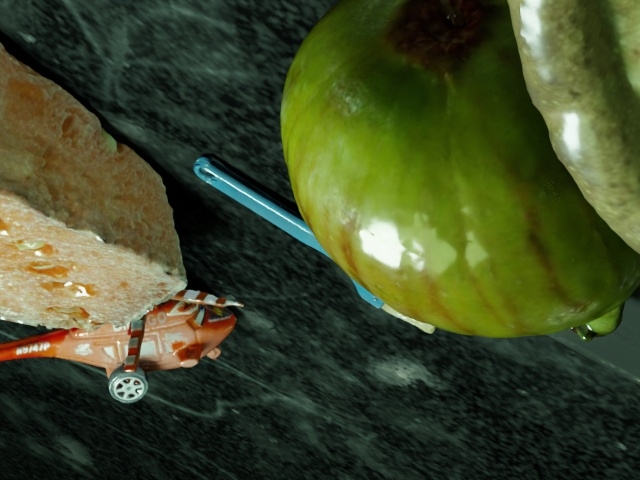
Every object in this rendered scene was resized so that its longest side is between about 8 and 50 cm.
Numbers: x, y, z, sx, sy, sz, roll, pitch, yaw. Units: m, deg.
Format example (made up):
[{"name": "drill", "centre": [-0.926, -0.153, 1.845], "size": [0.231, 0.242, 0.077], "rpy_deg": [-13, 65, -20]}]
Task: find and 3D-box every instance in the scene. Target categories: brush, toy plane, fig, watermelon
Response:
[{"name": "brush", "centre": [0.000, 0.000, 0.967], "size": [0.164, 0.014, 0.051], "rpy_deg": [32, 155, 0]}, {"name": "toy plane", "centre": [-0.150, 0.068, 1.110], "size": [0.126, 0.194, 0.077], "rpy_deg": [42, 146, 44]}, {"name": "fig", "centre": [0.085, 0.002, 0.709], "size": [0.151, 0.151, 0.259], "rpy_deg": [14, 151, 34]}, {"name": "watermelon", "centre": [-0.196, -0.035, 1.023], "size": [0.256, 0.140, 0.193], "rpy_deg": [26, 153, -11]}]

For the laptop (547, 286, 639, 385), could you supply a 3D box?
[{"name": "laptop", "centre": [0.166, 0.041, 0.845], "size": [0.197, 0.016, 0.135], "rpy_deg": [27, 154, 11]}]

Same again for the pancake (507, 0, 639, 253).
[{"name": "pancake", "centre": [0.187, -0.063, 0.499], "size": [0.286, 0.033, 0.288], "rpy_deg": [43, 136, -18]}]
